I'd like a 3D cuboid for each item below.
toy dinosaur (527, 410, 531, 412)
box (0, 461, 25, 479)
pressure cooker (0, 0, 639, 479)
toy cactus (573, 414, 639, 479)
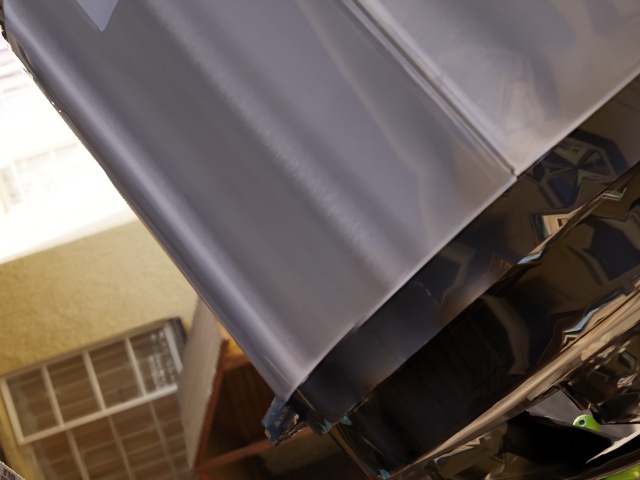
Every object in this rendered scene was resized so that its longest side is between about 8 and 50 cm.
[{"bbox_3d":[0.206,0.321,1.291,0.118,0.268,0.064,-130,34,-63],"label":"toy dinosaur"},{"bbox_3d":[-0.268,0.258,0.790,0.136,0.028,0.081,52,-173,-30],"label":"box"},{"bbox_3d":[0.074,-0.073,0.478,0.420,0.375,0.370,50,159,12],"label":"pressure cooker"},{"bbox_3d":[0.288,0.287,1.009,0.112,0.180,0.219,42,157,38],"label":"toy cactus"}]
